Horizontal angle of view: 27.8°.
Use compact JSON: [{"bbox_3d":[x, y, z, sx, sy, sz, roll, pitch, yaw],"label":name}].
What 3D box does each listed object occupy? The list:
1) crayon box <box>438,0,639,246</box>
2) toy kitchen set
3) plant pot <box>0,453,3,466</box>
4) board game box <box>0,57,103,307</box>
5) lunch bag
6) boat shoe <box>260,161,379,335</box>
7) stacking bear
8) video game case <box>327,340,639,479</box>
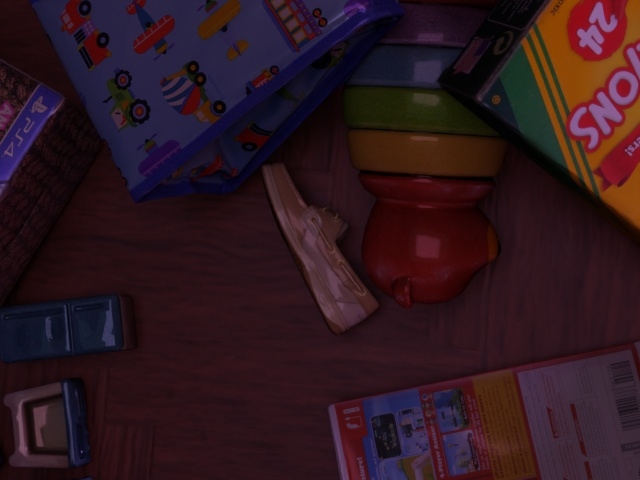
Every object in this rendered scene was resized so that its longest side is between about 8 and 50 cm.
[{"bbox_3d":[0.278,-0.112,1.047,0.318,0.081,0.202,34,93,-25],"label":"crayon box"},{"bbox_3d":[-0.239,0.154,1.145,0.122,0.166,0.207,-8,85,9],"label":"toy kitchen set"},{"bbox_3d":[-0.467,0.180,1.152,0.212,0.236,0.236,-37,81,10],"label":"plant pot"},{"bbox_3d":[-0.391,-0.084,1.188,0.291,0.141,0.232,31,85,10],"label":"board game box"},{"bbox_3d":[-0.079,-0.205,1.093,0.293,0.138,0.221,-39,73,33],"label":"lunch bag"},{"bbox_3d":[0.000,0.000,1.176,0.059,0.063,0.170,-26,85,-3],"label":"boat shoe"},{"bbox_3d":[0.098,-0.087,1.120,0.164,0.175,0.289,4,94,7],"label":"stacking bear"},{"bbox_3d":[0.163,0.213,1.120,0.285,0.025,0.204,-12,73,4],"label":"video game case"}]
